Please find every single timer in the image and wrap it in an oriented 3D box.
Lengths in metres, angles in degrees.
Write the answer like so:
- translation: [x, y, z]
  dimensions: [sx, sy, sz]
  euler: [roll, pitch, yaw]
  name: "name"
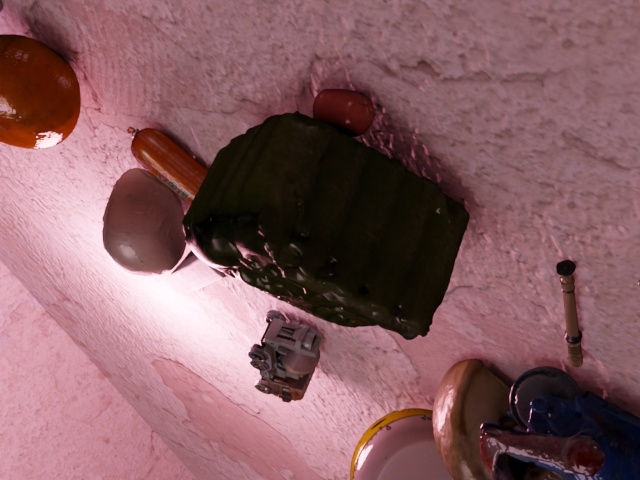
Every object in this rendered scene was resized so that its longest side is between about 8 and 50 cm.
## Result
- translation: [0.179, 0.447, 1.911]
  dimensions: [0.285, 0.285, 0.285]
  euler: [31, 154, 17]
  name: "timer"

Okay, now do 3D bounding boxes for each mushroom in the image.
- translation: [0.294, 0.370, 1.676]
  dimensions: [0.292, 0.212, 0.217]
  euler: [33, 152, -7]
  name: "mushroom"

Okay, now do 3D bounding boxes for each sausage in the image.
- translation: [-0.245, -0.120, 1.707]
  dimensions: [0.234, 0.071, 0.071]
  euler: [39, 155, -1]
  name: "sausage"
- translation: [0.029, -0.168, 1.263]
  dimensions: [0.094, 0.054, 0.059]
  euler: [16, 168, 44]
  name: "sausage"

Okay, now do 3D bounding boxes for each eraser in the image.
- translation: [-0.197, 0.025, 1.824]
  dimensions: [0.068, 0.124, 0.210]
  euler: [43, 156, -12]
  name: "eraser"

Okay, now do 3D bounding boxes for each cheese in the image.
- translation: [-0.335, -0.020, 1.884]
  dimensions: [0.154, 0.189, 0.198]
  euler: [6, 148, 11]
  name: "cheese"

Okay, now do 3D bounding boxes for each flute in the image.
- translation: [0.345, 0.107, 1.342]
  dimensions: [0.027, 0.027, 0.233]
  euler: [22, 150, 32]
  name: "flute"

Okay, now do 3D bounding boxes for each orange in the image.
- translation: [-0.536, -0.266, 1.722]
  dimensions: [0.240, 0.171, 0.240]
  euler: [13, 161, 5]
  name: "orange"

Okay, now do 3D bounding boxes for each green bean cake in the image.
- translation: [0.000, 0.000, 1.344]
  dimensions: [0.335, 0.218, 0.319]
  euler: [30, 161, -16]
  name: "green bean cake"

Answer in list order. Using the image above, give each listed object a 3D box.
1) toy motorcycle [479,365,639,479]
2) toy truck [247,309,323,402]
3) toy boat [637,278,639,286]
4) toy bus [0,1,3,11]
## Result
- translation: [0.404, 0.342, 1.469]
  dimensions: [0.319, 0.182, 0.241]
  euler: [26, 126, 26]
  name: "toy motorcycle"
- translation: [-0.064, 0.249, 2.056]
  dimensions: [0.140, 0.108, 0.257]
  euler: [17, 148, 13]
  name: "toy truck"
- translation: [0.495, 0.113, 1.108]
  dimensions: [0.282, 0.096, 0.206]
  euler: [44, 151, 19]
  name: "toy boat"
- translation: [-0.686, -0.402, 1.794]
  dimensions: [0.136, 0.109, 0.329]
  euler: [38, 157, -21]
  name: "toy bus"
